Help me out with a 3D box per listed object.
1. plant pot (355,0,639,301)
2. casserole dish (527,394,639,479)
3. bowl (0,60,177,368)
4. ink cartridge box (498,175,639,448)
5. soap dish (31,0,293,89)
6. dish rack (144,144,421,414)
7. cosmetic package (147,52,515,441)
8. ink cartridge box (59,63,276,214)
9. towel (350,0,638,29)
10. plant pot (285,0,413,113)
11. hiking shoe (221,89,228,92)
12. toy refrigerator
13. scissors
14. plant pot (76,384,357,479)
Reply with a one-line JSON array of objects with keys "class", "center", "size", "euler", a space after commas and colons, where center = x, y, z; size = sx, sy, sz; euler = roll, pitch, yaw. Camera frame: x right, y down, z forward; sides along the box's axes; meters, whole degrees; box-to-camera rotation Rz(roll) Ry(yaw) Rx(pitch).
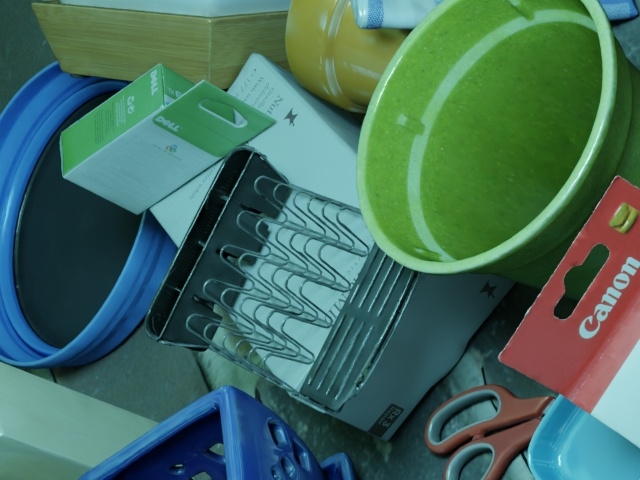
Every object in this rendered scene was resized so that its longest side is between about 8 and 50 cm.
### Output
[{"class": "plant pot", "center": [0.216, -0.059, 1.604], "size": [0.276, 0.254, 0.276], "euler": [-26, 51, 38]}, {"class": "casserole dish", "center": [0.257, 0.158, 1.597], "size": [0.114, 0.037, 0.188], "euler": [43, 106, 40]}, {"class": "bowl", "center": [-0.303, -0.033, 2.266], "size": [0.391, 0.077, 0.391], "euler": [-18, 65, 43]}, {"class": "ink cartridge box", "center": [0.282, 0.078, 1.479], "size": [0.181, 0.225, 0.056], "euler": [-58, 24, 7]}, {"class": "soap dish", "center": [-0.145, -0.240, 2.092], "size": [0.291, 0.229, 0.118], "euler": [11, 106, 41]}, {"class": "dish rack", "center": [-0.029, 0.040, 1.718], "size": [0.271, 0.074, 0.208], "euler": [22, 86, 50]}, {"class": "cosmetic package", "center": [0.000, 0.000, 1.886], "size": [0.217, 0.156, 0.385], "euler": [-53, 39, 9]}, {"class": "ink cartridge box", "center": [-0.160, -0.116, 1.919], "size": [0.209, 0.109, 0.062], "euler": [-31, 48, 30]}, {"class": "towel", "center": [0.152, -0.290, 1.819], "size": [0.034, 0.285, 0.209], "euler": [101, 162, -52]}, {"class": "plant pot", "center": [0.101, -0.204, 1.876], "size": [0.188, 0.205, 0.205], "euler": [32, 94, 35]}, {"class": "hiking shoe", "center": [-0.154, -0.061, 2.090], "size": [0.086, 0.114, 0.226], "euler": [1, 92, 49]}, {"class": "toy refrigerator", "center": [-0.264, 0.228, 1.956], "size": [0.094, 0.269, 0.102], "euler": [-41, 45, 25]}, {"class": "scissors", "center": [0.212, 0.147, 1.677], "size": [0.297, 0.021, 0.109], "euler": [-33, 49, 32]}, {"class": "plant pot", "center": [-0.083, 0.310, 1.759], "size": [0.236, 0.212, 0.236], "euler": [-34, 48, 31]}]
